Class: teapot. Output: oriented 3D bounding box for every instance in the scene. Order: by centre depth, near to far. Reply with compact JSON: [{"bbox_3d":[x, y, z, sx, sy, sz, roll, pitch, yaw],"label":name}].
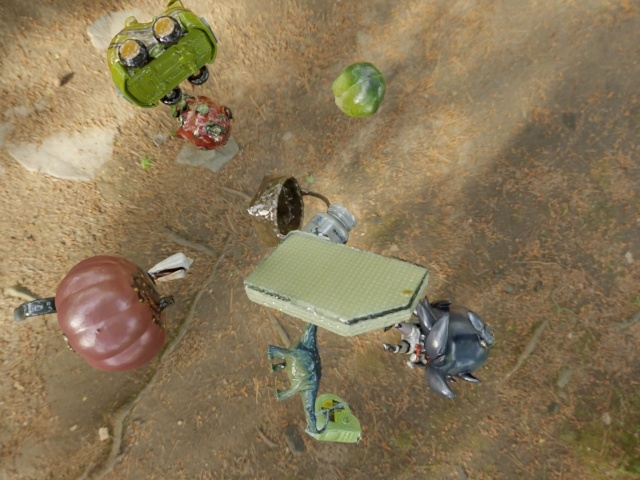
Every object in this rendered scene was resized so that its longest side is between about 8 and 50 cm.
[{"bbox_3d":[-0.568,0.130,1.006,0.306,0.285,0.223,20,72,-19],"label":"teapot"}]

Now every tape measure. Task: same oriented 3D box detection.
[{"bbox_3d":[0.035,0.658,1.478,0.200,0.175,0.106,7,122,-15],"label":"tape measure"}]

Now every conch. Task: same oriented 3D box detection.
[{"bbox_3d":[-0.579,0.107,1.550,0.176,0.094,0.104,-13,73,-33],"label":"conch"}]

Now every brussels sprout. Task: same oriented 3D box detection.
[{"bbox_3d":[0.111,-0.405,1.091,0.118,0.155,0.154,-20,92,-26],"label":"brussels sprout"}]

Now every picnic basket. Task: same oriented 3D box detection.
[{"bbox_3d":[-0.106,-0.113,1.723,0.338,0.337,0.292,25,58,-7],"label":"picnic basket"}]

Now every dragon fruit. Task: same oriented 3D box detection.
[{"bbox_3d":[-0.434,-0.429,1.392,0.269,0.200,0.198,41,83,-17],"label":"dragon fruit"}]

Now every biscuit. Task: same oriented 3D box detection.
[{"bbox_3d":[0.024,0.067,0.619,0.253,0.052,0.150,14,46,26],"label":"biscuit"}]

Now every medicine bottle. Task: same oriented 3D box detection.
[{"bbox_3d":[0.000,0.000,1.001,0.107,0.107,0.191,43,80,-5],"label":"medicine bottle"}]

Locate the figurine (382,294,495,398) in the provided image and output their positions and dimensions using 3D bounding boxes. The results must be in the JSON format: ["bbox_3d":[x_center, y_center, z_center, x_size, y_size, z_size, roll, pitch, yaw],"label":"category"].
[{"bbox_3d":[0.243,0.201,0.812,0.197,0.265,0.175,19,96,23],"label":"figurine"}]

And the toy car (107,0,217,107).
[{"bbox_3d":[-0.362,-0.423,0.895,0.248,0.200,0.142,-37,82,-5],"label":"toy car"}]

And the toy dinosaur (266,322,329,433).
[{"bbox_3d":[-0.046,0.292,0.914,0.147,0.076,0.362,-4,102,-13],"label":"toy dinosaur"}]

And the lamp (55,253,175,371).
[{"bbox_3d":[-0.299,0.103,0.600,0.140,0.182,0.181,-28,93,-9],"label":"lamp"}]
